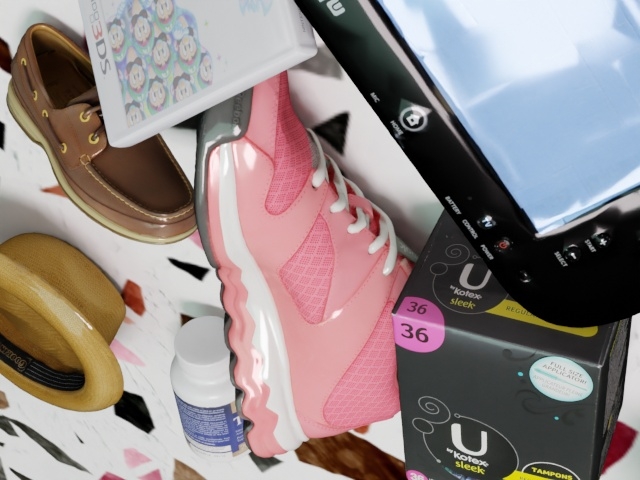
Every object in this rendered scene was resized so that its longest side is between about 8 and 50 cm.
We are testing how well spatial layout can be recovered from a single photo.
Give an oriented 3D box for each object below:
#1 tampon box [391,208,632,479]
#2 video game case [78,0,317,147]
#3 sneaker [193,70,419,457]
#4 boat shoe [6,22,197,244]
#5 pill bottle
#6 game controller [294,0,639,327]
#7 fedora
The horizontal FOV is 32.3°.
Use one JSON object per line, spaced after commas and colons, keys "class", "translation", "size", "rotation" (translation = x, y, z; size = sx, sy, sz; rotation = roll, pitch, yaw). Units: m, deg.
{"class": "tampon box", "translation": [0.119, 0.077, 0.674], "size": [0.120, 0.101, 0.161], "rotation": [12, 137, 21]}
{"class": "video game case", "translation": [-0.075, -0.138, 0.572], "size": [0.157, 0.019, 0.143], "rotation": [-18, 83, 43]}
{"class": "sneaker", "translation": [0.000, 0.000, 0.693], "size": [0.136, 0.116, 0.314], "rotation": [-8, 127, 0]}
{"class": "boat shoe", "translation": [-0.137, -0.067, 0.680], "size": [0.178, 0.064, 0.060], "rotation": [45, 143, 25]}
{"class": "pill bottle", "translation": [-0.082, 0.117, 0.874], "size": [0.067, 0.067, 0.120], "rotation": [15, 139, 19]}
{"class": "game controller", "translation": [0.100, -0.093, 0.507], "size": [0.166, 0.067, 0.319], "rotation": [-32, 114, 16]}
{"class": "fedora", "translation": [-0.222, 0.053, 0.887], "size": [0.194, 0.079, 0.194], "rotation": [23, 141, 20]}
